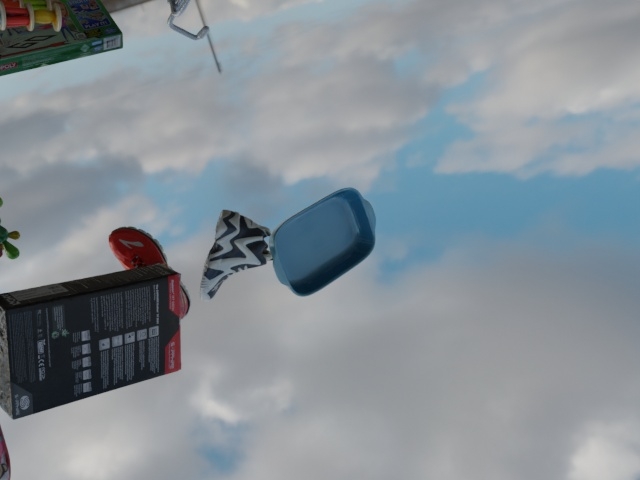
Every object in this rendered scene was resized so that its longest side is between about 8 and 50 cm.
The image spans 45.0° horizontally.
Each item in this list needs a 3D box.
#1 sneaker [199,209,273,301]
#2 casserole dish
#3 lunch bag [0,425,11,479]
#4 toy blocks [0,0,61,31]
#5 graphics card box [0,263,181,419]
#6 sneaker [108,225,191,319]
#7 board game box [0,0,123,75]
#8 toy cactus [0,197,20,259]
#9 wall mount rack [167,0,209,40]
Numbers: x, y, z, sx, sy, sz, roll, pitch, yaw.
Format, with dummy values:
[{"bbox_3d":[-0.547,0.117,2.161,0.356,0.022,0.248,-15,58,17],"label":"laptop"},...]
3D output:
[{"bbox_3d":[-0.182,0.052,1.759,0.153,0.234,0.094,16,-161,-10],"label":"sneaker"},{"bbox_3d":[0.000,0.000,1.082,0.188,0.114,0.037,-32,-159,-32],"label":"casserole dish"},{"bbox_3d":[-0.613,0.272,1.167,0.258,0.293,0.120,-2,-165,28],"label":"lunch bag"},{"bbox_3d":[-0.573,-0.427,1.438,0.148,0.054,0.123,-9,-147,-32],"label":"toy blocks"},{"bbox_3d":[-0.461,0.194,1.557,0.371,0.232,0.094,-13,-157,-41],"label":"graphics card box"},{"bbox_3d":[-0.417,0.081,1.892,0.107,0.279,0.118,-39,-174,7],"label":"sneaker"},{"bbox_3d":[-0.595,-0.439,1.568,0.317,0.046,0.213,-22,-116,-28],"label":"board game box"},{"bbox_3d":[-0.725,-0.054,1.648,0.112,0.218,0.180,-23,179,-15],"label":"toy cactus"},{"bbox_3d":[-0.243,-0.630,1.718,0.304,0.131,0.350,-48,-141,32],"label":"wall mount rack"}]
